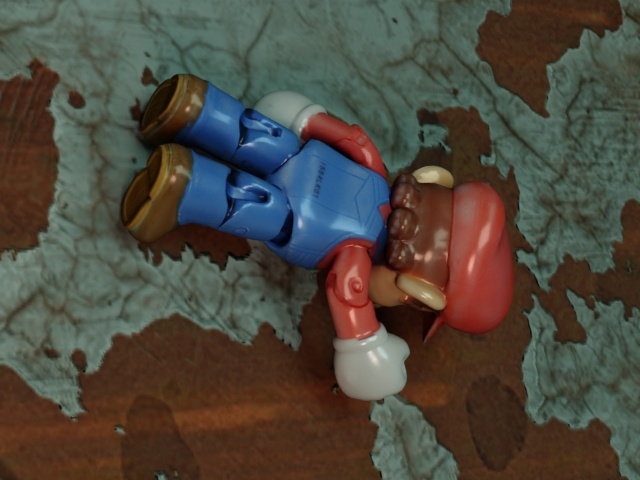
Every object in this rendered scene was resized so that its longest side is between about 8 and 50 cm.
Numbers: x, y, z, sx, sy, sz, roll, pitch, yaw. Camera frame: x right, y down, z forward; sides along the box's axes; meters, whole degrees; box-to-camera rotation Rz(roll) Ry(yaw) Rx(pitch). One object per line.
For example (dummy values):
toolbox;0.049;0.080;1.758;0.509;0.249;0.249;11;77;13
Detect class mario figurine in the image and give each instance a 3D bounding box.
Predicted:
mario figurine;0.000;0.000;1.523;0.320;0.170;0.198;23;92;-19
